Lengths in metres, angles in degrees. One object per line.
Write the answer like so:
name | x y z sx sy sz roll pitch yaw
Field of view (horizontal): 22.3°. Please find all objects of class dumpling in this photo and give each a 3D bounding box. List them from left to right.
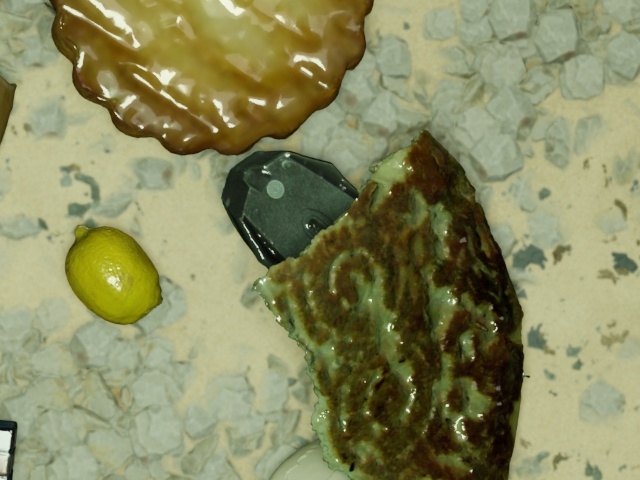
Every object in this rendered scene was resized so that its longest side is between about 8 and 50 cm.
dumpling | 0.009 0.264 1.585 0.188 0.108 0.127 -40 117 -24

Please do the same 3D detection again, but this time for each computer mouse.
computer mouse | -0.002 0.002 1.605 0.231 0.071 0.126 38 69 -15

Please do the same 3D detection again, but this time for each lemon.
lemon | -0.203 0.031 1.569 0.082 0.082 0.111 -43 90 -7

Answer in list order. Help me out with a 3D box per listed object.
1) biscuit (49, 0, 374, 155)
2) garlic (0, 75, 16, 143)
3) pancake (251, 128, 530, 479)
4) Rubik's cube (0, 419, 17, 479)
biscuit | -0.109 -0.242 1.582 0.326 0.107 0.326 0 90 -10
garlic | -0.410 -0.051 1.544 0.143 0.112 0.318 43 72 -1
pancake | 0.085 0.126 1.562 0.305 0.067 0.427 -26 106 -35
Rubik's cube | -0.339 0.216 1.538 0.092 0.092 0.092 7 87 -8
